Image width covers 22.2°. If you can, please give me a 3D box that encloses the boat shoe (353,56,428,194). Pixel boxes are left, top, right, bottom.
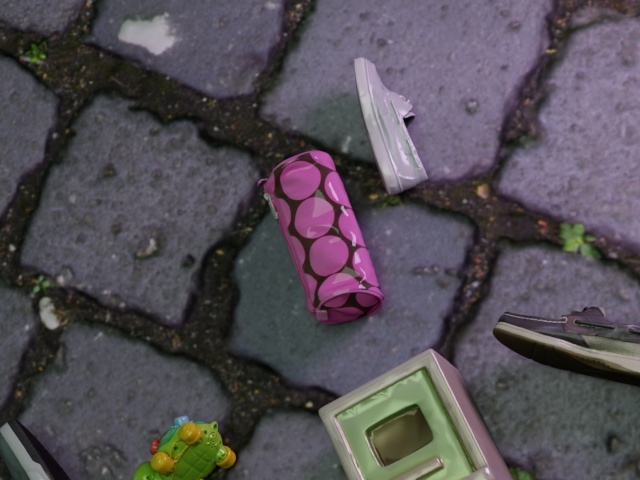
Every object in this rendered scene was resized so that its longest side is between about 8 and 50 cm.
[{"bbox_3d":[0.087,-0.147,2.019,0.063,0.066,0.184,-16,65,0],"label":"boat shoe"}]

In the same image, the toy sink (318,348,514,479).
[{"bbox_3d":[0.123,0.265,1.830,0.153,0.131,0.234,-29,66,10],"label":"toy sink"}]

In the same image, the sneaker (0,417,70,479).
[{"bbox_3d":[-0.364,0.376,1.984,0.178,0.124,0.295,-33,66,-3],"label":"sneaker"}]

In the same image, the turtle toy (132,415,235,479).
[{"bbox_3d":[-0.172,0.264,1.969,0.130,0.095,0.066,-46,42,0],"label":"turtle toy"}]

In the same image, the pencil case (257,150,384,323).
[{"bbox_3d":[0.000,0.000,1.986,0.098,0.095,0.209,-14,64,-18],"label":"pencil case"}]

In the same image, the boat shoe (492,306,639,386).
[{"bbox_3d":[0.309,0.112,1.846,0.223,0.080,0.073,14,73,18],"label":"boat shoe"}]
